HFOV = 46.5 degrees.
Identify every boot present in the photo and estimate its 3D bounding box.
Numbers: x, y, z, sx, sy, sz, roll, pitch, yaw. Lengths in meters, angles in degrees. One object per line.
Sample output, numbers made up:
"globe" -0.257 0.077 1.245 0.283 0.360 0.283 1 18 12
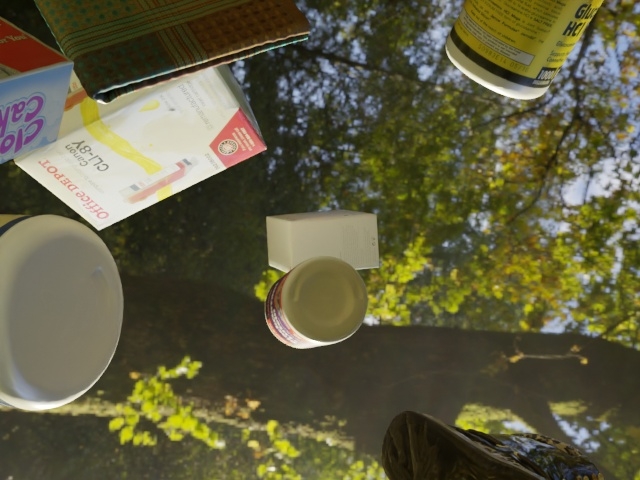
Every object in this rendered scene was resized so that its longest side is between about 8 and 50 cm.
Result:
"boot" 0.286 0.344 0.933 0.377 0.284 0.138 26 -84 48

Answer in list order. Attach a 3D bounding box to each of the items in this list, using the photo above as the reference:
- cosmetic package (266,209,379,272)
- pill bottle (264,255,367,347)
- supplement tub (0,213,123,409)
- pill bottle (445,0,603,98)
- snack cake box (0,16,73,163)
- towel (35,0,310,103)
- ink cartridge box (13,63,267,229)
"cosmetic package" 0.000 0.000 1.873 0.224 0.225 0.138 -165 -111 -70
"pill bottle" -0.015 0.087 0.982 0.193 0.108 0.108 141 -47 -73
"supplement tub" -0.434 0.080 0.919 0.228 0.316 0.228 1 90 -67
"pill bottle" 0.346 -0.403 1.146 0.187 0.188 0.334 -105 -149 -45
"snack cake box" -0.341 -0.114 0.575 0.264 0.152 0.089 -46 164 -58
"towel" -0.213 -0.328 0.886 0.370 0.272 0.040 57 -22 25
"ink cartridge box" -0.336 -0.213 1.387 0.279 0.385 0.160 57 10 -59
